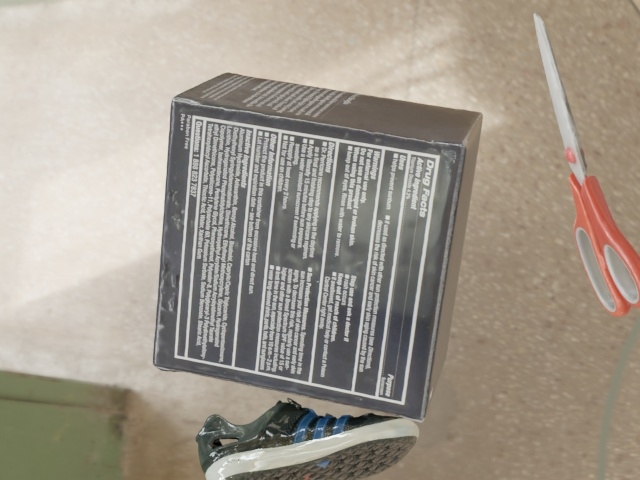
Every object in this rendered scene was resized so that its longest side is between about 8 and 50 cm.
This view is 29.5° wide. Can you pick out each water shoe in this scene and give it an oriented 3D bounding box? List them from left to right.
[{"bbox_3d":[-0.009,0.169,1.069,0.080,0.203,0.073,63,147,35],"label":"water shoe"}]

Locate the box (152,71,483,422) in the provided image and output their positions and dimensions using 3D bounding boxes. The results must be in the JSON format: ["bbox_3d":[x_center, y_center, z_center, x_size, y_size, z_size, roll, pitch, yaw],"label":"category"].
[{"bbox_3d":[0.000,0.000,1.276,0.294,0.183,0.296,11,109,12],"label":"box"}]

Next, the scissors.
[{"bbox_3d":[0.234,-0.063,1.124,0.021,0.109,0.297,-25,95,-9],"label":"scissors"}]
